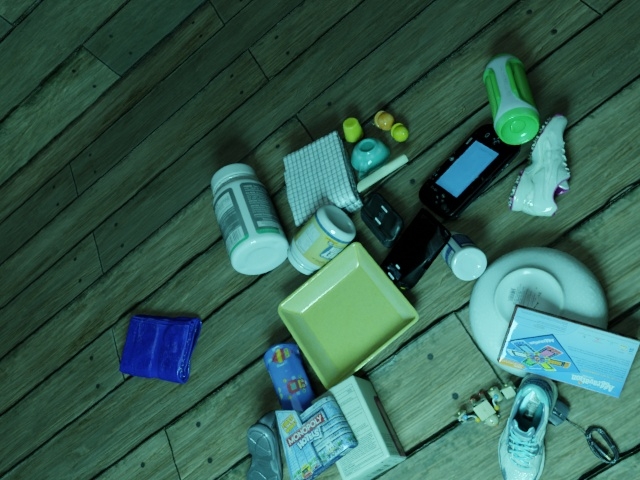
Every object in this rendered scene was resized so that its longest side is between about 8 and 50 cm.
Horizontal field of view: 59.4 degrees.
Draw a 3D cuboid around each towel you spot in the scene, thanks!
[{"bbox_3d":[0.005,-0.192,1.884,0.234,0.121,0.284,-25,60,20],"label":"towel"},{"bbox_3d":[-0.576,0.373,1.985,0.308,0.076,0.228,-1,67,30],"label":"towel"}]

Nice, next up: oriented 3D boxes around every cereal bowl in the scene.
[{"bbox_3d":[0.531,0.167,1.402,0.338,0.141,0.339,-12,64,25],"label":"cereal bowl"}]

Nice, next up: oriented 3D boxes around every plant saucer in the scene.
[{"bbox_3d":[0.081,0.224,1.662,0.332,0.081,0.333,-40,55,3],"label":"plant saucer"}]

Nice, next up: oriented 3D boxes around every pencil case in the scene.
[{"bbox_3d":[-0.072,0.447,1.635,0.119,0.133,0.306,-15,57,-13],"label":"pencil case"}]

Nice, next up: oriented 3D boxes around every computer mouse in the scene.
[{"bbox_3d":[0.581,0.427,1.316,0.242,0.041,0.071,35,88,36],"label":"computer mouse"}]

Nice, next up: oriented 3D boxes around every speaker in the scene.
[{"bbox_3d":[0.549,-0.414,1.627,0.131,0.131,0.297,-17,46,23],"label":"speaker"}]

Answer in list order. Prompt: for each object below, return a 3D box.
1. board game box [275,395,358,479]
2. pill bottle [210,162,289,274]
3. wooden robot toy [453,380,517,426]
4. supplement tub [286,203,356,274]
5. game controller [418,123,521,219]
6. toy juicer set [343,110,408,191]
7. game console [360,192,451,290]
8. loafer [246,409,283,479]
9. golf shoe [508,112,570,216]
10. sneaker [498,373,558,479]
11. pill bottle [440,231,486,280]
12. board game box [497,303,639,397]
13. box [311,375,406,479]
[{"bbox_3d":[-0.029,0.502,1.469,0.194,0.060,0.194,-42,55,13],"label":"board game box"},{"bbox_3d":[-0.251,-0.081,1.924,0.204,0.204,0.361,-32,56,14],"label":"pill bottle"},{"bbox_3d":[0.425,0.425,1.407,0.173,0.076,0.079,-37,90,11],"label":"wooden robot toy"},{"bbox_3d":[0.000,0.000,1.756,0.200,0.144,0.144,-48,51,28],"label":"supplement tub"},{"bbox_3d":[0.439,-0.207,1.669,0.319,0.067,0.166,-46,54,3],"label":"game controller"},{"bbox_3d":[0.197,-0.292,1.842,0.209,0.090,0.329,-17,52,8],"label":"toy juicer set"},{"bbox_3d":[0.226,-0.033,1.667,0.213,0.043,0.361,-56,39,18],"label":"game console"},{"bbox_3d":[-0.141,0.603,1.553,0.108,0.303,0.095,13,31,20],"label":"loafer"},{"bbox_3d":[0.631,-0.201,1.545,0.140,0.115,0.307,24,83,20],"label":"golf shoe"},{"bbox_3d":[0.465,0.448,1.297,0.110,0.122,0.283,11,93,30],"label":"sneaker"},{"bbox_3d":[0.383,0.035,1.537,0.094,0.094,0.169,-38,19,10],"label":"pill bottle"},{"bbox_3d":[0.565,0.253,1.287,0.281,0.027,0.145,16,100,4],"label":"board game box"},{"bbox_3d":[0.101,0.506,1.503,0.148,0.126,0.232,-35,55,14],"label":"box"}]
